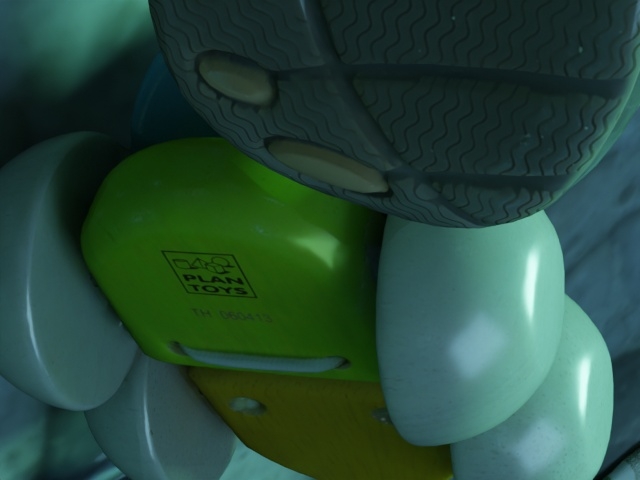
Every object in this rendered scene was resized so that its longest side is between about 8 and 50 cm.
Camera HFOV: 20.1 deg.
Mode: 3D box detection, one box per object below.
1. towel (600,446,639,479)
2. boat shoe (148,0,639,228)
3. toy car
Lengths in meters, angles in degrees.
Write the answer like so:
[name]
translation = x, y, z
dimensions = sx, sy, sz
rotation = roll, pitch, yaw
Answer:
[towel]
translation = 0.149, 0.161, 0.947
dimensions = 0.152, 0.023, 0.113
rotation = -35, 146, -20
[boat shoe]
translation = 0.051, -0.173, 0.326
dimensions = 0.130, 0.132, 0.355
rotation = -54, 166, -54
[toy car]
translation = 0.000, 0.000, 0.516
dimensions = 0.182, 0.159, 0.136
rotation = 54, 44, -59
